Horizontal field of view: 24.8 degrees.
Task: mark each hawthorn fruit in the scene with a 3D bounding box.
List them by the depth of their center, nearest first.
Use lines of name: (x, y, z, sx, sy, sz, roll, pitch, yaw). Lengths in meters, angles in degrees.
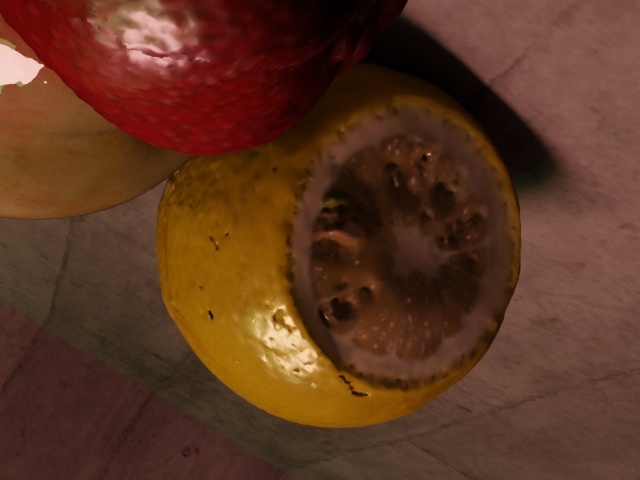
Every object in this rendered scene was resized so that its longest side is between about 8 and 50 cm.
hawthorn fruit: (-0.068, -0.177, 0.622, 0.266, 0.230, 0.210, 38, -168, -8)

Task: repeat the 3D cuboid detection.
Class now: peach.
peach: (-0.187, -0.148, 0.845, 0.292, 0.247, 0.292, 20, 165, 5)

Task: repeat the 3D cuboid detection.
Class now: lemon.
lemon: (0.000, 0.000, 0.976, 0.240, 0.240, 0.219, 39, 163, -26)
